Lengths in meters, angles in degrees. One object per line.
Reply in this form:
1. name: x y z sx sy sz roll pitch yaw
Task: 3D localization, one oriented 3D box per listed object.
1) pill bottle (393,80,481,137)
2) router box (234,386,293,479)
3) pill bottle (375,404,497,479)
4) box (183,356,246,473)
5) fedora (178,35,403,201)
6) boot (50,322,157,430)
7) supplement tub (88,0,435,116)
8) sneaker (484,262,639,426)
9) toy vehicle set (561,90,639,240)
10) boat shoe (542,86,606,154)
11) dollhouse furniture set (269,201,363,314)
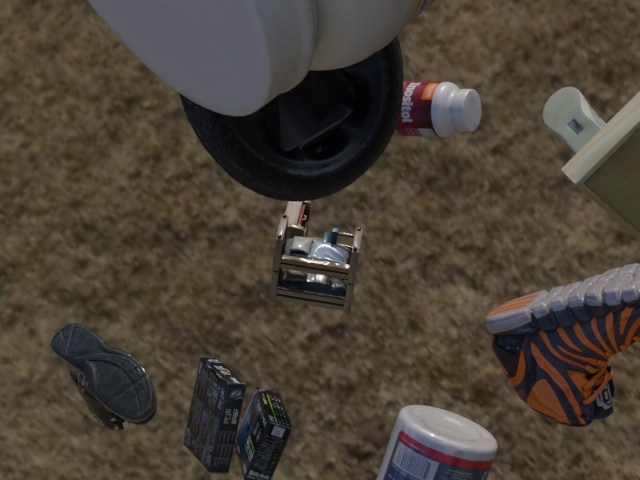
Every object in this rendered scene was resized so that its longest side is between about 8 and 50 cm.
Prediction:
1. pill bottle: 0.166 -0.202 2.061 0.152 0.086 0.086 4 60 32
2. router box: -0.080 0.268 1.833 0.122 0.038 0.092 -122 52 -70
3. pill bottle: 0.103 0.270 1.369 0.108 0.108 0.180 29 105 42
4. box: -0.093 0.151 1.163 0.067 0.018 0.083 29 110 59
5. fedora: -0.057 -0.219 1.711 0.334 0.334 0.152 -50 26 -10
6. boot: -0.321 0.247 2.127 0.085 0.178 0.236 -40 53 -21
7. supplement tub: 0.015 -0.252 0.796 0.331 0.241 0.241 -42 44 -21
8. sneaker: 0.385 0.140 1.774 0.321 0.180 0.124 -18 7 38
9. toy vehicle set: 0.425 -0.126 1.536 0.267 0.166 0.035 -45 37 12
10. boat shoe: 0.439 -0.177 2.234 0.079 0.081 0.227 -39 31 13
11. dollhouse furniture set: 0.000 0.000 2.096 0.129 0.129 0.184 9 38 2
